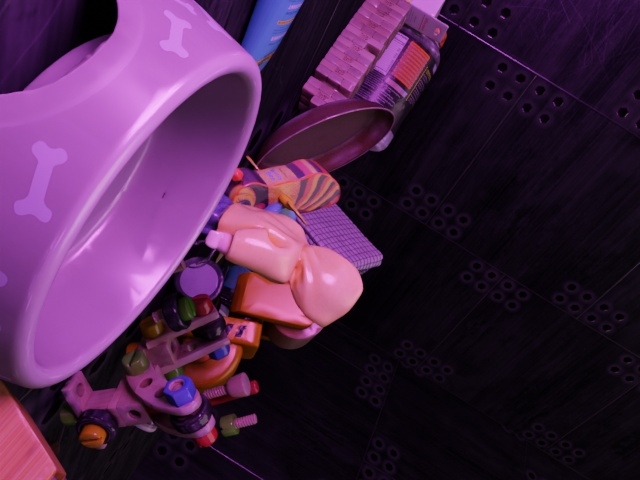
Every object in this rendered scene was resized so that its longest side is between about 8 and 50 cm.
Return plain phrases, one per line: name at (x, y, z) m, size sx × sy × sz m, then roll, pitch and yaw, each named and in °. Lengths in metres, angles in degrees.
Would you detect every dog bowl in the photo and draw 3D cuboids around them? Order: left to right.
dog bowl at (-0.170, -0.038, 0.476) m, size 0.348 × 0.102 × 0.349 m, roll -57°, pitch 179°, yaw -1°

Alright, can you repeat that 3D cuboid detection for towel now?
towel at (0.000, 0.000, 1.543) m, size 0.235 × 0.283 × 0.121 m, roll -14°, pitch 147°, yaw -56°

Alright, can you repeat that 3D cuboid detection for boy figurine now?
boy figurine at (-0.081, 0.003, 0.730) m, size 0.092 × 0.285 × 0.177 m, roll -58°, pitch -178°, yaw 10°

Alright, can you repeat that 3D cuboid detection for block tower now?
block tower at (0.073, -0.393, 1.259) m, size 0.335 × 0.091 × 0.097 m, roll -58°, pitch 180°, yaw -18°

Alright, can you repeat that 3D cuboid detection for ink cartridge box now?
ink cartridge box at (0.214, -0.527, 1.312) m, size 0.061 × 0.181 × 0.104 m, roll -58°, pitch 179°, yaw -1°

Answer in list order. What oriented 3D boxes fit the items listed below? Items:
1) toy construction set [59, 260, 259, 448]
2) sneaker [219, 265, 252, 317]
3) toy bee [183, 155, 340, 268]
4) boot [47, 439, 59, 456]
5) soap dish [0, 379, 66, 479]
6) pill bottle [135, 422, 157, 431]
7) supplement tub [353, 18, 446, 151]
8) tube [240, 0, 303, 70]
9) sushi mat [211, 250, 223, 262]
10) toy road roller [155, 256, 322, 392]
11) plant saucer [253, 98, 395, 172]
toy construction set at (-0.258, 0.231, 0.938) m, size 0.308 × 0.238 × 0.257 m, roll 63°, pitch 12°, yaw -53°
sneaker at (-0.239, 0.146, 1.541) m, size 0.178 × 0.124 × 0.295 m, roll -52°, pitch -175°, yaw -15°
toy bee at (-0.099, -0.074, 1.011) m, size 0.298 × 0.195 × 0.162 m, roll -44°, pitch 147°, yaw -31°
boot at (-0.459, 0.374, 0.919) m, size 0.106 × 0.037 × 0.114 m, roll -55°, pitch -177°, yaw -2°
soap dish at (-0.331, 0.257, 0.462) m, size 0.290 × 0.118 × 0.229 m, roll -53°, pitch -177°, yaw -30°
pill bottle at (-0.414, 0.389, 1.495) m, size 0.169 × 0.094 × 0.094 m, roll -57°, pitch 179°, yaw -8°
supplement tub at (0.161, -0.414, 1.492) m, size 0.337 × 0.207 × 0.207 m, roll -57°, pitch 179°, yaw -1°
tube at (-0.061, -0.256, 0.694) m, size 0.080 × 0.052 × 0.207 m, roll -42°, pitch 174°, yaw -41°
sushi mat at (-0.168, -0.071, 1.438) m, size 0.151 × 0.019 × 0.316 m, roll -57°, pitch 179°, yaw 37°
toy road roller at (-0.166, 0.192, 1.171) m, size 0.202 × 0.330 × 0.240 m, roll 120°, pitch -19°, yaw -67°
plant saucer at (0.000, -0.201, 1.196) m, size 0.311 × 0.050 × 0.310 m, roll -22°, pitch 168°, yaw -5°
